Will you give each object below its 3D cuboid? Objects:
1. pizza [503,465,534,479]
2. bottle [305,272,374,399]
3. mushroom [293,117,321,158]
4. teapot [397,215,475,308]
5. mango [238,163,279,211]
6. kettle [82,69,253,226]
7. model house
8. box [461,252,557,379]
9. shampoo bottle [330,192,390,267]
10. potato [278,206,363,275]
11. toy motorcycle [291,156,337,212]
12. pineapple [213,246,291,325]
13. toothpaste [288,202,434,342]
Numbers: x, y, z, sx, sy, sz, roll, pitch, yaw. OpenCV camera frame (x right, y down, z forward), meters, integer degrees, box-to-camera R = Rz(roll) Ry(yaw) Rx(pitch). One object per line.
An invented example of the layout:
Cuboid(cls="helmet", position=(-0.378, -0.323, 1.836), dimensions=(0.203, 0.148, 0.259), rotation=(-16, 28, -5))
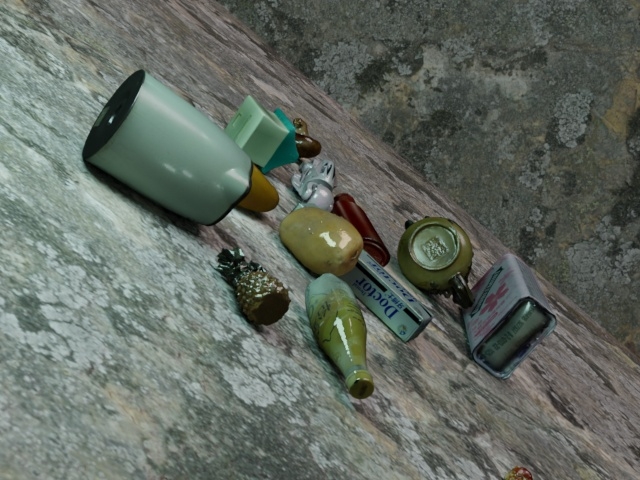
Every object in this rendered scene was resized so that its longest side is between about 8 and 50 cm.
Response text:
Cuboid(cls="pizza", position=(0.323, 0.392, 1.561), dimensions=(0.099, 0.029, 0.100), rotation=(22, 21, -47))
Cuboid(cls="bottle", position=(0.032, 0.146, 1.483), dimensions=(0.083, 0.083, 0.270), rotation=(33, 19, -25))
Cuboid(cls="mushroom", position=(-0.058, -0.255, 2.513), dimensions=(0.126, 0.085, 0.109), rotation=(29, -20, 23))
Cuboid(cls="teapot", position=(0.274, 0.052, 2.281), dimensions=(0.269, 0.173, 0.182), rotation=(55, -6, 20))
Cuboid(cls="mango", position=(-0.143, -0.104, 1.819), dimensions=(0.184, 0.085, 0.102), rotation=(41, 5, -42))
Cuboid(cls="kettle", position=(-0.239, -0.133, 1.547), dimensions=(0.236, 0.161, 0.221), rotation=(33, -16, -26))
Cuboid(cls="model house", position=(-0.121, -0.226, 2.162), dimensions=(0.149, 0.127, 0.100), rotation=(24, 20, -38))
Cuboid(cls="box", position=(0.417, 0.163, 2.199), dimensions=(0.112, 0.190, 0.370), rotation=(37, 15, -7))
Cuboid(cls="shampoo bottle", position=(0.078, -0.028, 2.182), dimensions=(0.102, 0.064, 0.260), rotation=(29, 16, -24))
Cuboid(cls="potato", position=(0.000, 0.000, 1.805), dimensions=(0.178, 0.118, 0.109), rotation=(33, -28, 37))
Cuboid(cls="toy motorcycle", position=(-0.004, -0.130, 2.202), dimensions=(0.112, 0.112, 0.254), rotation=(35, 16, -16))
Cuboid(cls="pineapple", position=(-0.106, 0.060, 1.434), dimensions=(0.074, 0.074, 0.159), rotation=(27, 13, -41))
Cuboid(cls="toothpaste", position=(0.072, 0.058, 1.894), dimensions=(0.336, 0.067, 0.081), rotation=(43, 17, 16))
